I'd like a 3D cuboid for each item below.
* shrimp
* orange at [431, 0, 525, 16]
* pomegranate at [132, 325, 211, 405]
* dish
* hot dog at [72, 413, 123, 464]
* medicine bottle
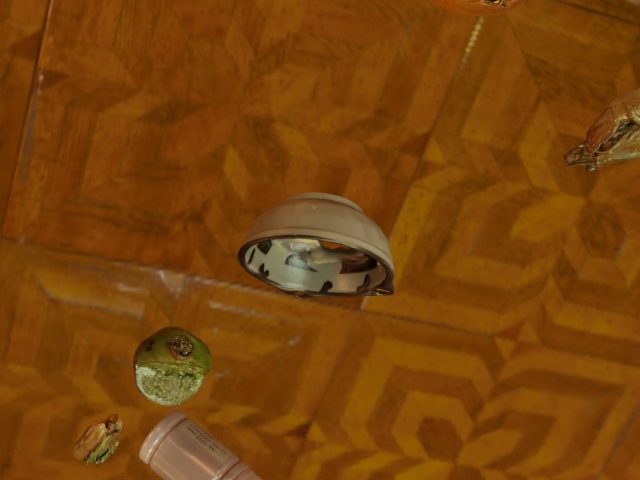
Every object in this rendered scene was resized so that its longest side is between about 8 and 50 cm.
[{"bbox_3d":[0.421,-0.154,1.537,0.217,0.051,0.115,-23,120,43],"label":"shrimp"},{"bbox_3d":[0.249,-0.473,1.749,0.246,0.246,0.246,-4,123,-5],"label":"orange"},{"bbox_3d":[-0.272,0.214,2.063,0.143,0.122,0.169,7,131,-10],"label":"pomegranate"},{"bbox_3d":[0.000,0.000,1.959,0.303,0.120,0.303,6,158,3],"label":"dish"},{"bbox_3d":[-0.321,0.293,1.629,0.056,0.041,0.133,-19,160,-41],"label":"hot dog"},{"bbox_3d":[-0.237,0.467,2.271,0.249,0.133,0.133,37,118,16],"label":"medicine bottle"}]
